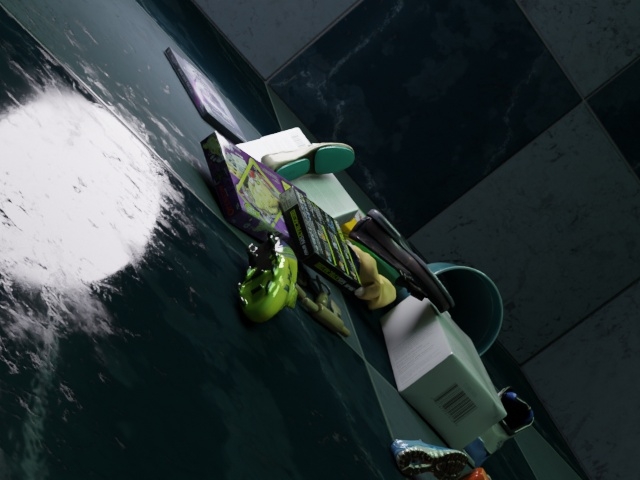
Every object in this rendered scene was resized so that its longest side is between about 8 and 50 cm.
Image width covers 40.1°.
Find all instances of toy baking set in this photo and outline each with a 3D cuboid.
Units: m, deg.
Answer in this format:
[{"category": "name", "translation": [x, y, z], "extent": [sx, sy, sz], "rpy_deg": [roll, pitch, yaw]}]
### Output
[{"category": "toy baking set", "translation": [-0.004, 0.112, 1.800], "extent": [0.256, 0.030, 0.196], "rpy_deg": [42, 13, -40]}]

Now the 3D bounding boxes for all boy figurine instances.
[{"category": "boy figurine", "translation": [0.089, 0.077, 2.147], "extent": [0.285, 0.092, 0.177], "rpy_deg": [43, 23, -46]}]

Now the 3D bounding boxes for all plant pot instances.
[{"category": "plant pot", "translation": [0.321, 0.177, 2.409], "extent": [0.271, 0.272, 0.255], "rpy_deg": [48, -4, -18]}]

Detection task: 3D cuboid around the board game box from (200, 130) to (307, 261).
[{"category": "board game box", "translation": [-0.106, -0.074, 1.835], "extent": [0.347, 0.056, 0.208], "rpy_deg": [32, 26, -52]}]

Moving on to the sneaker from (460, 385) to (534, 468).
[{"category": "sneaker", "translation": [0.426, 0.437, 2.109], "extent": [0.127, 0.182, 0.315], "rpy_deg": [54, 10, 6]}]

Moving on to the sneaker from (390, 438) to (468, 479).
[{"category": "sneaker", "translation": [0.193, 0.379, 1.555], "extent": [0.162, 0.063, 0.073], "rpy_deg": [21, 12, -31]}]

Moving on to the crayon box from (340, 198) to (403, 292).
[{"category": "crayon box", "translation": [0.064, -0.030, 2.380], "extent": [0.313, 0.106, 0.363], "rpy_deg": [47, 12, -24]}]

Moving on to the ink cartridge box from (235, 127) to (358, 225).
[{"category": "ink cartridge box", "translation": [-0.077, -0.131, 2.098], "extent": [0.239, 0.060, 0.275], "rpy_deg": [-21, 67, -36]}]

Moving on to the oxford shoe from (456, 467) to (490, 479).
[{"category": "oxford shoe", "translation": [0.262, 0.475, 1.430], "extent": [0.132, 0.130, 0.364], "rpy_deg": [59, 11, 7]}]

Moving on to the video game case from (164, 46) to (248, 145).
[{"category": "video game case", "translation": [-0.289, -0.361, 2.245], "extent": [0.196, 0.026, 0.274], "rpy_deg": [37, 18, -54]}]

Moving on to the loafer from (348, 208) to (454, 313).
[{"category": "loafer", "translation": [0.189, 0.064, 2.074], "extent": [0.302, 0.095, 0.109], "rpy_deg": [50, -6, 11]}]

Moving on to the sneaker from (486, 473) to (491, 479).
[{"category": "sneaker", "translation": [0.339, 0.523, 1.821], "extent": [0.118, 0.042, 0.067], "rpy_deg": [22, 26, -55]}]

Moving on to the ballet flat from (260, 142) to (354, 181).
[{"category": "ballet flat", "translation": [-0.035, -0.195, 2.083], "extent": [0.249, 0.086, 0.086], "rpy_deg": [-15, 58, -34]}]

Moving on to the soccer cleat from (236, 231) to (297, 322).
[{"category": "soccer cleat", "translation": [-0.072, 0.076, 1.465], "extent": [0.121, 0.093, 0.289], "rpy_deg": [55, 9, -16]}]

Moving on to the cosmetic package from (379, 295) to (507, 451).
[{"category": "cosmetic package", "translation": [0.278, 0.290, 2.070], "extent": [0.217, 0.156, 0.385], "rpy_deg": [48, 9, -15]}]

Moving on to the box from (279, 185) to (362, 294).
[{"category": "box", "translation": [0.000, 0.000, 1.844], "extent": [0.184, 0.045, 0.190], "rpy_deg": [39, 25, -49]}]
